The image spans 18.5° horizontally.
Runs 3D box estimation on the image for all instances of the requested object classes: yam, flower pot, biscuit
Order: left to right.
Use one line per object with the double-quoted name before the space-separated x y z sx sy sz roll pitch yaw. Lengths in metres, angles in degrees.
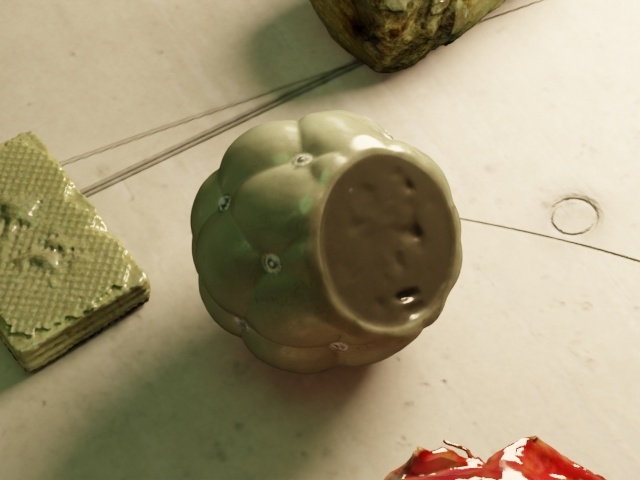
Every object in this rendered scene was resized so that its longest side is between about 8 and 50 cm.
"biscuit" -0.287 0.002 1.934 0.150 0.052 0.252 -30 54 -14
"flower pot" 0.000 0.000 1.775 0.195 0.246 0.246 0 44 51
"yam" 0.126 -0.316 2.028 0.300 0.195 0.195 -37 56 -20

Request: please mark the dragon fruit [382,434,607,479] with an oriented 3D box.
"dragon fruit" 0.127 0.307 1.509 0.371 0.249 0.386 -10 43 0
